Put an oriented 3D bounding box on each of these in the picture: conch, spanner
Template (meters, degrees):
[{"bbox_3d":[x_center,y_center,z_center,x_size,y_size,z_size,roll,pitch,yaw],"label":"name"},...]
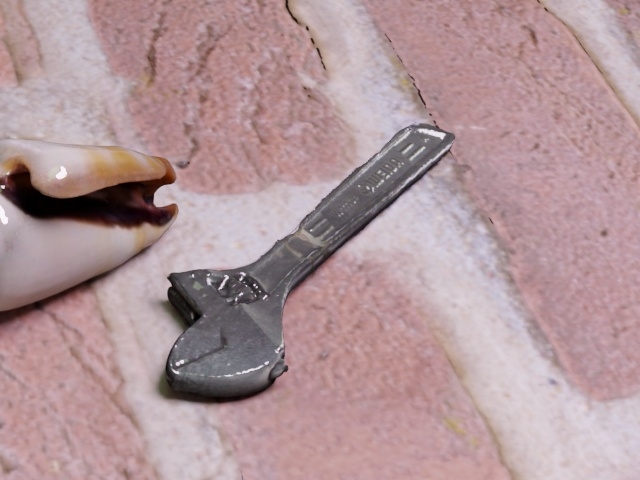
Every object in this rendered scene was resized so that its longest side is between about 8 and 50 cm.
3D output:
[{"bbox_3d":[-0.147,-0.011,1.044,0.176,0.104,0.094,0,21,-29],"label":"conch"},{"bbox_3d":[0.000,0.000,1.120,0.093,0.026,0.325,28,41,18],"label":"spanner"}]
